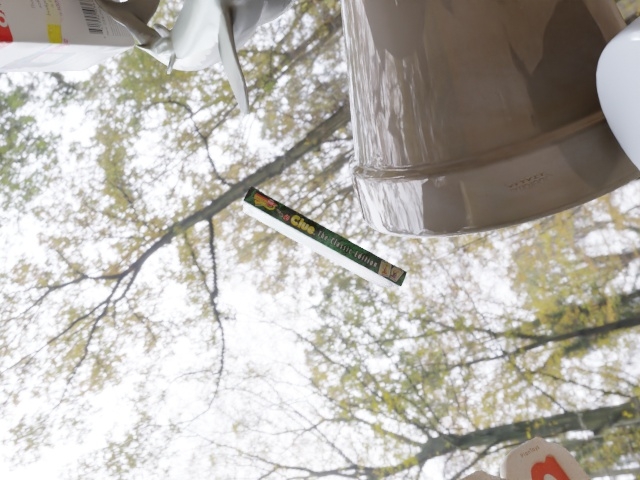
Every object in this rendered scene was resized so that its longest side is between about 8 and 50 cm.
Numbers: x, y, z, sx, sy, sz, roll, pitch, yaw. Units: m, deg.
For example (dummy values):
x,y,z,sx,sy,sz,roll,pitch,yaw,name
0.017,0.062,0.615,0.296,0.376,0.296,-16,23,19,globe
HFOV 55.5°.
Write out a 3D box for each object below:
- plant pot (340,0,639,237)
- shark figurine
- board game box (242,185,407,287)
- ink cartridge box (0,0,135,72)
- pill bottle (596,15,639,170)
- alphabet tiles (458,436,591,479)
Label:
x,y,z,sx,sy,sz,roll,pitch,yaw,name
0.148,-0.196,0.603,0.323,0.323,0.281,-45,-60,-48,plant pot
-0.084,-0.184,0.485,0.116,0.278,0.166,-29,-73,-29,shark figurine
0.000,0.000,0.931,0.259,0.136,0.030,29,-95,-5,board game box
-0.270,-0.215,0.502,0.231,0.077,0.134,-39,-68,-66,ink cartridge box
0.381,-0.176,0.393,0.204,0.361,0.204,52,-179,-1,pill bottle
0.149,0.250,0.304,0.284,0.021,0.278,-14,-125,-31,alphabet tiles
